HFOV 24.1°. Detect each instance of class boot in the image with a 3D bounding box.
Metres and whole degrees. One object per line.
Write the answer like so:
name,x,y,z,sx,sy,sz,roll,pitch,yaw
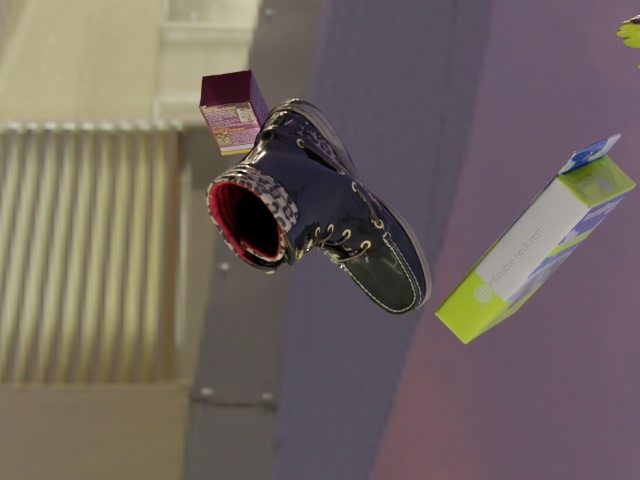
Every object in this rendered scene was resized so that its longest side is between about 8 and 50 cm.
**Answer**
boot,-0.002,0.000,1.369,0.236,0.085,0.178,55,32,-9

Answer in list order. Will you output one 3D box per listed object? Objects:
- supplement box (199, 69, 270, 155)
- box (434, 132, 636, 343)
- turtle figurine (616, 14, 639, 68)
supplement box,-0.085,-0.129,1.522,0.083,0.055,0.043,69,19,-55
box,0.175,-0.002,1.183,0.178,0.042,0.109,-51,165,29
turtle figurine,0.327,-0.261,1.341,0.269,0.087,0.217,45,54,-67
